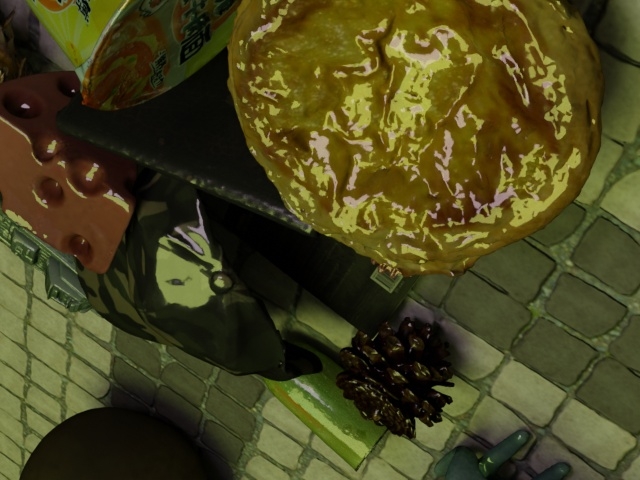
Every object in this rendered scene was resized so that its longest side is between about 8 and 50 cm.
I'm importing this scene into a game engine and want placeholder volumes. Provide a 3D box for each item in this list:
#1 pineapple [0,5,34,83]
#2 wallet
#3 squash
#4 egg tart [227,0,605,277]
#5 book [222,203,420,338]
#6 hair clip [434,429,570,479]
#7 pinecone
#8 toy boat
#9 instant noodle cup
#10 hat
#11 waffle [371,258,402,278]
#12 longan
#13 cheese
[{"bbox_3d":[-0.507,-0.173,1.391,0.300,0.352,0.352,31,142,-2],"label":"pineapple"},{"bbox_3d":[-0.095,-0.119,1.203,0.321,0.170,0.044,22,154,24],"label":"wallet"},{"bbox_3d":[0.000,0.191,1.483,0.188,0.095,0.095,38,142,5],"label":"squash"},{"bbox_3d":[0.079,-0.136,1.027,0.341,0.129,0.341,8,119,15],"label":"egg tart"},{"bbox_3d":[0.000,0.000,1.350,0.228,0.024,0.160,38,141,5],"label":"book"},{"bbox_3d":[0.224,0.395,1.366,0.318,0.238,0.392,39,142,5],"label":"hair clip"},{"bbox_3d":[0.087,0.147,1.336,0.140,0.121,0.140,37,156,19],"label":"pinecone"},{"bbox_3d":[-0.386,0.014,1.647,0.260,0.085,0.078,38,143,5],"label":"toy boat"},{"bbox_3d":[-0.168,-0.275,1.064,0.200,0.264,0.264,47,143,8],"label":"instant noodle cup"},{"bbox_3d":[-0.190,0.046,1.387,0.382,0.257,0.366,-22,99,33],"label":"hat"},{"bbox_3d":[0.081,0.002,1.261,0.075,0.029,0.083,-15,107,27],"label":"waffle"},{"bbox_3d":[-0.308,0.410,1.814,0.319,0.319,0.319,23,139,22],"label":"longan"},{"bbox_3d":[-0.296,-0.086,1.280,0.177,0.202,0.128,12,136,-21],"label":"cheese"}]
